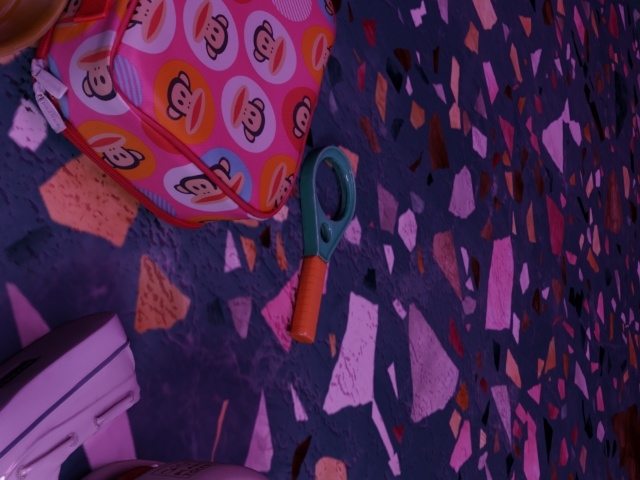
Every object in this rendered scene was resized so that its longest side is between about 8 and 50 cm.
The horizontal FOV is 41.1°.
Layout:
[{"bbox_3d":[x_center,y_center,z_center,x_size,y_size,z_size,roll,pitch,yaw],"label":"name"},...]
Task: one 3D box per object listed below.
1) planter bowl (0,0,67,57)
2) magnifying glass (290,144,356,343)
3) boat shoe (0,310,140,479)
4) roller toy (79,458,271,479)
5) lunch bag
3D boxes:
[{"bbox_3d":[-0.257,-0.207,0.510,0.217,0.090,0.217,15,72,-55],"label":"planter bowl"},{"bbox_3d":[0.000,0.000,0.938,0.092,0.026,0.231,41,53,-47],"label":"magnifying glass"},{"bbox_3d":[-0.200,0.137,0.541,0.258,0.095,0.084,-40,114,-51],"label":"boat shoe"},{"bbox_3d":[-0.105,0.257,0.621,0.209,0.146,0.191,56,42,-36],"label":"roller toy"},{"bbox_3d":[-0.108,-0.181,0.712,0.258,0.120,0.293,45,50,-44],"label":"lunch bag"}]
